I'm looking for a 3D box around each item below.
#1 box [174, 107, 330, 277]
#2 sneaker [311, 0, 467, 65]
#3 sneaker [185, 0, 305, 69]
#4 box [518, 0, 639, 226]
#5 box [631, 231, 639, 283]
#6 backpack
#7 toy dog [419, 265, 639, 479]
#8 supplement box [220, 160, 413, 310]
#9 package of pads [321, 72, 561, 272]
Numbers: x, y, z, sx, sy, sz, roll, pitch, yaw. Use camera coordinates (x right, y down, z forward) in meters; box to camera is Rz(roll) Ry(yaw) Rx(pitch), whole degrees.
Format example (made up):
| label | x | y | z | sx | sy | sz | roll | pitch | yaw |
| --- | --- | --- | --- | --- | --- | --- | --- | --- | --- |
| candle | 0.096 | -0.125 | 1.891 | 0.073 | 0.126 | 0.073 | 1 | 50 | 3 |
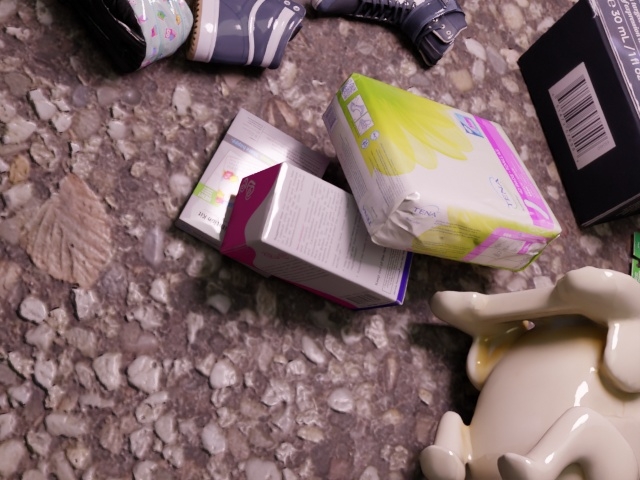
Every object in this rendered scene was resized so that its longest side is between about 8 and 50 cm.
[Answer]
| label | x | y | z | sx | sy | sz | roll | pitch | yaw |
| --- | --- | --- | --- | --- | --- | --- | --- | --- | --- |
| box | -0.090 | -0.065 | 1.320 | 0.145 | 0.038 | 0.186 | 30 | 68 | -9 |
| sneaker | 0.112 | -0.330 | 1.444 | 0.226 | 0.086 | 0.163 | -20 | 78 | -24 |
| sneaker | -0.098 | -0.369 | 1.379 | 0.153 | 0.099 | 0.282 | 9 | 74 | -15 |
| box | 0.557 | -0.222 | 1.494 | 0.395 | 0.212 | 0.294 | -13 | 78 | -23 |
| box | 0.560 | 0.049 | 1.503 | 0.179 | 0.043 | 0.105 | 14 | 69 | -12 |
| backpack | -0.256 | -0.317 | 1.290 | 0.115 | 0.152 | 0.182 | -35 | 92 | -29 |
| toy dog | 0.292 | 0.290 | 1.242 | 0.395 | 0.284 | 0.408 | 35 | 57 | -46 |
| supplement box | 0.000 | 0.000 | 1.257 | 0.220 | 0.111 | 0.114 | 24 | 70 | -29 |
| package of pads | 0.160 | -0.079 | 1.291 | 0.296 | 0.101 | 0.229 | 11 | 44 | -37 |
